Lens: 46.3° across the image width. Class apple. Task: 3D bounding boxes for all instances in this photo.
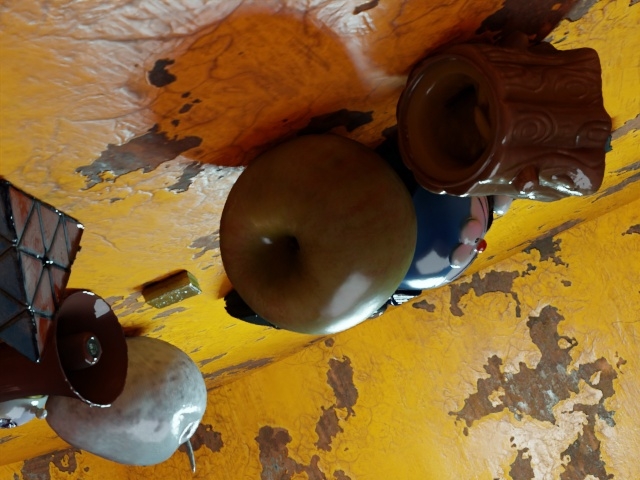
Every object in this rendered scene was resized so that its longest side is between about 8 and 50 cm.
[{"bbox_3d":[0.002,-0.012,0.991,0.257,0.256,0.234,-30,179,29],"label":"apple"}]

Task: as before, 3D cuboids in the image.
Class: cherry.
[{"bbox_3d":[-0.425,0.357,1.676,0.326,0.291,0.335,-8,155,13],"label":"cherry"}]

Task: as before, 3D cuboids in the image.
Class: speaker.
[{"bbox_3d":[-0.504,0.190,1.313,0.330,0.198,0.259,-12,-149,22],"label":"speaker"}]

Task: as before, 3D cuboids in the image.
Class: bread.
[{"bbox_3d":[-0.280,0.095,1.419,0.094,0.035,0.090,-22,167,1],"label":"bread"}]

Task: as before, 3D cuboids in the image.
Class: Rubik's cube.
[{"bbox_3d":[-0.395,0.050,0.856,0.178,0.190,0.211,-6,163,5],"label":"Rubik's cube"}]

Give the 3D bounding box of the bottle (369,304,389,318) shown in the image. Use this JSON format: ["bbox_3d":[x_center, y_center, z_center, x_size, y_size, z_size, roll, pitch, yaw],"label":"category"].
[{"bbox_3d":[0.128,0.150,2.084,0.156,0.143,0.271,0,173,22],"label":"bottle"}]

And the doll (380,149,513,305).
[{"bbox_3d":[0.168,-0.038,1.221,0.310,0.240,0.284,-28,136,-61],"label":"doll"}]

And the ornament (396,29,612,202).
[{"bbox_3d":[0.227,-0.140,0.946,0.218,0.221,0.235,-5,151,-41],"label":"ornament"}]

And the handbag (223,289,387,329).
[{"bbox_3d":[-0.047,0.123,1.693,0.342,0.152,0.288,-3,173,-36],"label":"handbag"}]

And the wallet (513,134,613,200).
[{"bbox_3d":[0.477,-0.144,1.688,0.378,0.051,0.197,-27,167,12],"label":"wallet"}]

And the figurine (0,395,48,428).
[{"bbox_3d":[-0.670,0.316,1.471,0.274,0.133,0.194,-10,165,-5],"label":"figurine"}]
